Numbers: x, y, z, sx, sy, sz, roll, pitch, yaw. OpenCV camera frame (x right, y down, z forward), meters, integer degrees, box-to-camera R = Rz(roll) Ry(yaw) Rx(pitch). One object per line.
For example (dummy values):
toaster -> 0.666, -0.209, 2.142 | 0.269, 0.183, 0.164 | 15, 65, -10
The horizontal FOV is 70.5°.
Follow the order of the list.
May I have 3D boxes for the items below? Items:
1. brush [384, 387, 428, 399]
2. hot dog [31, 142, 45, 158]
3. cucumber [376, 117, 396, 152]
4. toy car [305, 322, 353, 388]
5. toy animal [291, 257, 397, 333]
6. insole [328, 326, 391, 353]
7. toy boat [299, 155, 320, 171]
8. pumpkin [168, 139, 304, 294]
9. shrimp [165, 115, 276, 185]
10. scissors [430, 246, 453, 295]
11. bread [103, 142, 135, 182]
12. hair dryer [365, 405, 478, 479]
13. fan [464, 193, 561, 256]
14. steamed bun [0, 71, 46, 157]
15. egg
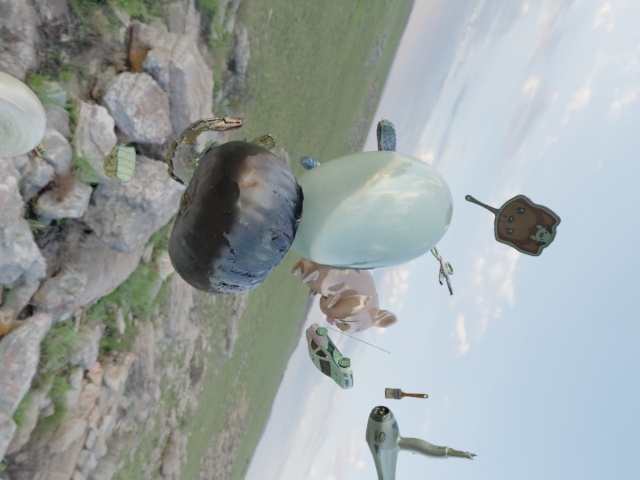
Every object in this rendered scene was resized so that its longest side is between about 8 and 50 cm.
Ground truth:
brush -> 0.334, 0.599, 1.758 | 0.014, 0.169, 0.043 | 59, 33, -74
hot dog -> -0.906, -0.315, 1.421 | 0.037, 0.049, 0.122 | -111, 178, -77
cucumber -> 0.239, -0.361, 1.621 | 0.265, 0.077, 0.077 | 66, 43, -71
toy car -> 0.020, 0.338, 1.311 | 0.224, 0.076, 0.090 | 46, -31, 49
toy animal -> 0.053, 0.114, 1.078 | 0.154, 0.250, 0.166 | -36, -155, -8
insole -> 0.079, 0.210, 0.959 | 0.053, 0.152, 0.002 | 37, 73, -56
toy boat -> 0.001, -0.164, 1.135 | 0.034, 0.105, 0.149 | -49, 138, 3
pumpkin -> -0.128, -0.032, 0.672 | 0.233, 0.163, 0.233 | -46, -151, 34
shrimp -> -0.214, -0.203, 0.975 | 0.253, 0.058, 0.173 | -30, 145, -18
scissors -> 0.377, 0.092, 1.388 | 0.020, 0.133, 0.187 | -35, -158, 27
bread -> -0.826, -0.314, 1.848 | 0.103, 0.110, 0.157 | 22, 71, -56
hair dryer -> 0.226, 0.559, 1.127 | 0.092, 0.267, 0.229 | -27, 132, -56
fan -> 0.435, -0.054, 1.051 | 0.009, 0.220, 0.132 | -28, 141, -46
steamed bun -> -0.805, -0.323, 1.115 | 0.232, 0.231, 0.145 | 108, -24, -52
egg -> 0.089, -0.056, 0.875 | 0.230, 0.370, 0.230 | 28, -59, 60
